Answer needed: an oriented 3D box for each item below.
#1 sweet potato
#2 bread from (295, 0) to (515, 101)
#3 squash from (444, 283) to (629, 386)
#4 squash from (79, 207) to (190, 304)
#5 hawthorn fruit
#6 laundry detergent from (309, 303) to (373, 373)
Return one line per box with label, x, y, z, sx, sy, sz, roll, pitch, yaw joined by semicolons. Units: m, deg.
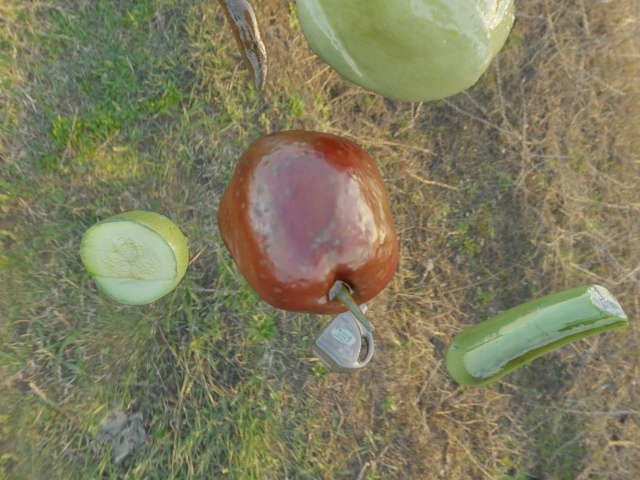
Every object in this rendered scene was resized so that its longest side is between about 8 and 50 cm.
sweet potato;-0.153;-0.410;1.015;0.078;0.058;0.255;-27;123;6
bread;0.126;-0.368;0.790;0.320;0.320;0.237;25;71;-12
squash;0.279;0.130;0.730;0.083;0.250;0.083;37;34;-31
squash;-0.394;0.044;1.143;0.220;0.133;0.220;-1;104;-4
hawthorn fruit;0.000;0.000;0.809;0.287;0.287;0.330;-17;59;-19
laundry detergent;0.096;0.302;1.653;0.171;0.076;0.237;43;50;10
